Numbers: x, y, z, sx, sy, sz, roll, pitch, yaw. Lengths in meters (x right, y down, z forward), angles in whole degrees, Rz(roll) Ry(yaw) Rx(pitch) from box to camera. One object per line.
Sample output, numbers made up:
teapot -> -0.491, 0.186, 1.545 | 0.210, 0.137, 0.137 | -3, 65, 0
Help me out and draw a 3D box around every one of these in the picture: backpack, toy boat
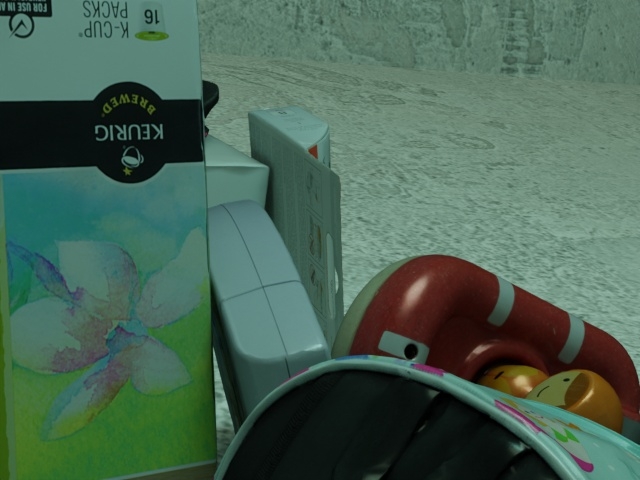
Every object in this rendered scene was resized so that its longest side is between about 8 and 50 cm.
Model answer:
backpack -> 0.039, 0.175, 0.512 | 0.191, 0.253, 0.225 | 15, 5, -40
toy boat -> 0.120, 0.101, 0.890 | 0.231, 0.151, 0.151 | 26, -12, -27

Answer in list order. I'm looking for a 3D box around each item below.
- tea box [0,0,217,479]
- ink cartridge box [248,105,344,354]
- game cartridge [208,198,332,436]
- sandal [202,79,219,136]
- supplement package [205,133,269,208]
tea box -> -0.251, 0.009, 0.803 | 0.329, 0.323, 0.220 | -5, 5, -35
ink cartridge box -> 0.000, 0.000, 1.258 | 0.066, 0.189, 0.232 | -10, 20, -22
game cartridge -> -0.032, 0.084, 0.916 | 0.062, 0.198, 0.297 | -18, 18, -6
sandal -> -0.128, -0.099, 1.295 | 0.067, 0.040, 0.179 | 3, 28, 2
supplement package -> -0.181, -0.021, 1.328 | 0.194, 0.149, 0.203 | -2, 17, -29
